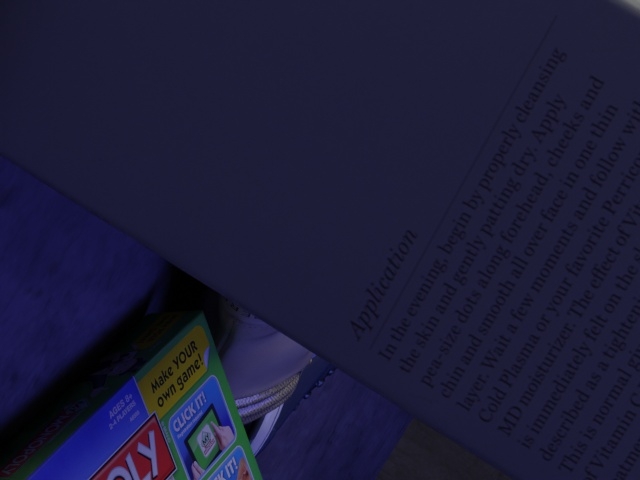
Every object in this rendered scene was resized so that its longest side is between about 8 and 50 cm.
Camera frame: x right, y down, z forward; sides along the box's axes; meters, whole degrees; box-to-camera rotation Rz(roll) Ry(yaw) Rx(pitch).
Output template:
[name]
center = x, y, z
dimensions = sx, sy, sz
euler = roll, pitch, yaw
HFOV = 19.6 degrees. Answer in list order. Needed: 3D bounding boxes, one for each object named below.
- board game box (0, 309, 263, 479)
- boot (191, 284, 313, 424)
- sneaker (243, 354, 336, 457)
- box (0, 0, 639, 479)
[board game box]
center = -0.124, 0.205, 1.021
dimensions = 0.317, 0.046, 0.214
euler = -46, 124, -52
[boot]
center = 0.000, 0.000, 1.207
dimensions = 0.262, 0.095, 0.203
euler = -50, 171, -42
[sneaker]
center = 0.007, 0.090, 1.367
dimensions = 0.163, 0.086, 0.226
euler = 14, 111, -43
[box]
center = 0.071, -0.045, 0.712
dimensions = 0.168, 0.345, 0.215
euler = -61, 169, 20
